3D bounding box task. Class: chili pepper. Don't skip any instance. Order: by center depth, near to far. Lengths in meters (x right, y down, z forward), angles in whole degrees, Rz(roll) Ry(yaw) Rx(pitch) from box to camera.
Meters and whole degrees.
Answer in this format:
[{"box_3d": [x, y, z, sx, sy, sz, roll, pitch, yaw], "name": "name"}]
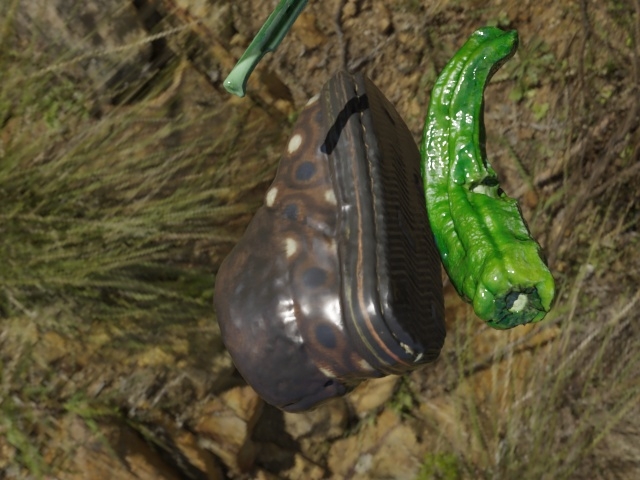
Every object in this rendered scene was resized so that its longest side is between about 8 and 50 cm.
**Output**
[{"box_3d": [0.091, -0.032, 0.516, 0.050, 0.182, 0.073, 3, 153, -15], "name": "chili pepper"}]

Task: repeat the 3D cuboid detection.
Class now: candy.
[{"box_3d": [0.029, -0.321, 0.910, 0.119, 0.440, 0.119, 32, 166, 9], "name": "candy"}]

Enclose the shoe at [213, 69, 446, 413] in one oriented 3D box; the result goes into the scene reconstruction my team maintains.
[{"box_3d": [0.000, 0.000, 1.036, 0.237, 0.384, 0.171, -24, 142, 27], "name": "shoe"}]
